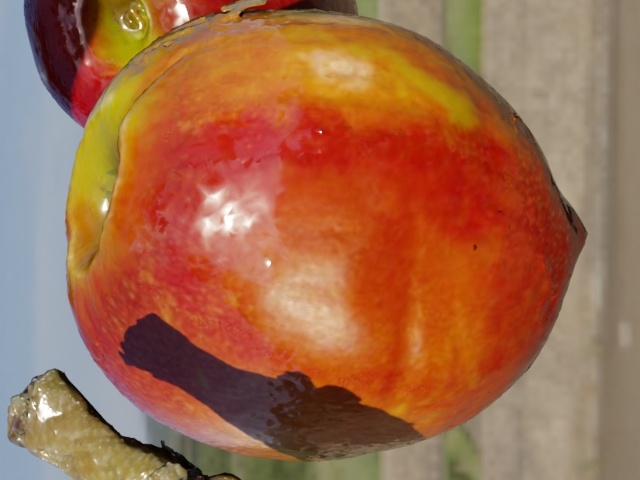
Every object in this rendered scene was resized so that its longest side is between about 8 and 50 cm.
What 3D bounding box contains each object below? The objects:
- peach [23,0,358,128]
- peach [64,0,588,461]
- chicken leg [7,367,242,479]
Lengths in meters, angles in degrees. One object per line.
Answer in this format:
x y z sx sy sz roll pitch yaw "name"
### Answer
-0.096 -0.197 1.626 0.338 0.281 0.281 -21 -67 -64 "peach"
0.001 0.000 1.317 0.290 0.372 0.373 -139 47 -65 "peach"
-0.097 0.151 1.045 0.080 0.196 0.125 -50 8 -28 "chicken leg"
